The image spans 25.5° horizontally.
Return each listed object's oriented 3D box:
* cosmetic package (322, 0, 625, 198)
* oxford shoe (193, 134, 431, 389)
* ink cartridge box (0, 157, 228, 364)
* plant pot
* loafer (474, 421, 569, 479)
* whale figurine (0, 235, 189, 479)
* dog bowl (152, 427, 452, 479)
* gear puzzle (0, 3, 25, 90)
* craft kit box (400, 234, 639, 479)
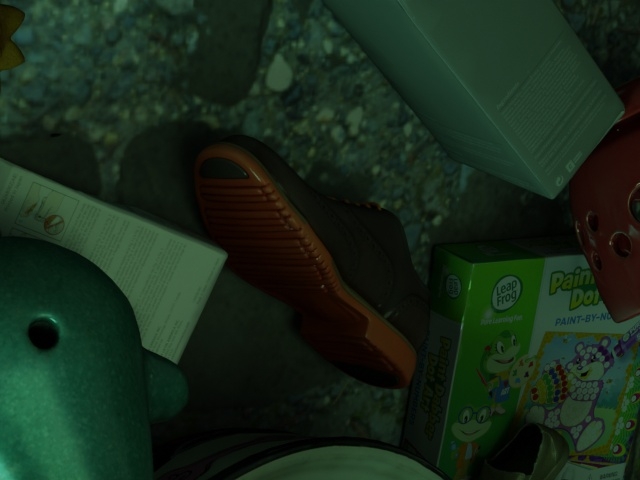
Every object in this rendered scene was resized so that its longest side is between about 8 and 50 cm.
[{"bbox_3d":[0.105,-0.146,1.027,0.107,0.127,0.238,-49,131,-10],"label":"cosmetic package"},{"bbox_3d":[0.000,0.000,1.045,0.271,0.097,0.098,53,54,-42],"label":"oxford shoe"},{"bbox_3d":[-0.172,0.037,0.961,0.179,0.045,0.145,24,94,-22],"label":"ink cartridge box"},{"bbox_3d":[0.288,-0.047,1.141,0.191,0.191,0.174,-22,84,-29],"label":"plant pot"},{"bbox_3d":[0.151,0.210,1.187,0.148,0.056,0.050,-52,130,-21],"label":"loafer"},{"bbox_3d":[-0.157,0.121,0.835,0.216,0.141,0.272,-24,78,-35],"label":"whale figurine"},{"bbox_3d":[-0.060,0.323,1.052,0.408,0.150,0.408,-10,107,-36],"label":"dog bowl"},{"bbox_3d":[-0.295,-0.040,0.739,0.339,0.044,0.175,-32,123,-23],"label":"gear puzzle"},{"bbox_3d":[0.189,0.118,1.246,0.250,0.061,0.247,-5,108,-36],"label":"craft kit box"}]
